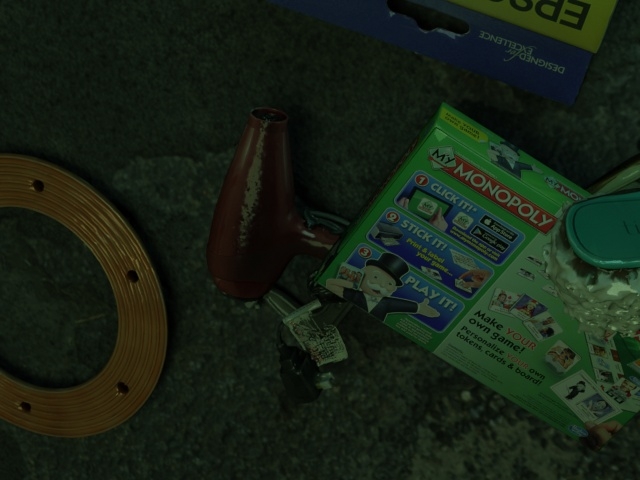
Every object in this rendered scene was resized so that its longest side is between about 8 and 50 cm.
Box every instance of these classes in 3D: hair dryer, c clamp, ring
[{"bbox_3d":[0.000,0.000,1.416,0.224,0.080,0.293,-28,111,12],"label":"hair dryer"},{"bbox_3d":[-0.021,0.027,1.473,0.137,0.022,0.160,44,121,1],"label":"c clamp"},{"bbox_3d":[-0.312,0.061,1.615,0.337,0.032,0.336,9,115,20],"label":"ring"}]

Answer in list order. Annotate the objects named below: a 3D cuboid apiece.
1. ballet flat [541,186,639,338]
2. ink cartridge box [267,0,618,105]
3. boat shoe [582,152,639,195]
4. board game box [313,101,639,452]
[{"bbox_3d":[0.385,0.008,1.195,0.409,0.147,0.147,-5,110,5],"label":"ballet flat"},{"bbox_3d":[0.111,-0.271,1.211,0.304,0.072,0.307,20,126,6],"label":"ink cartridge box"},{"bbox_3d":[0.245,-0.023,1.313,0.152,0.056,0.049,-36,89,31],"label":"boat shoe"},{"bbox_3d":[0.183,0.041,1.319,0.317,0.046,0.213,32,126,-8],"label":"board game box"}]
